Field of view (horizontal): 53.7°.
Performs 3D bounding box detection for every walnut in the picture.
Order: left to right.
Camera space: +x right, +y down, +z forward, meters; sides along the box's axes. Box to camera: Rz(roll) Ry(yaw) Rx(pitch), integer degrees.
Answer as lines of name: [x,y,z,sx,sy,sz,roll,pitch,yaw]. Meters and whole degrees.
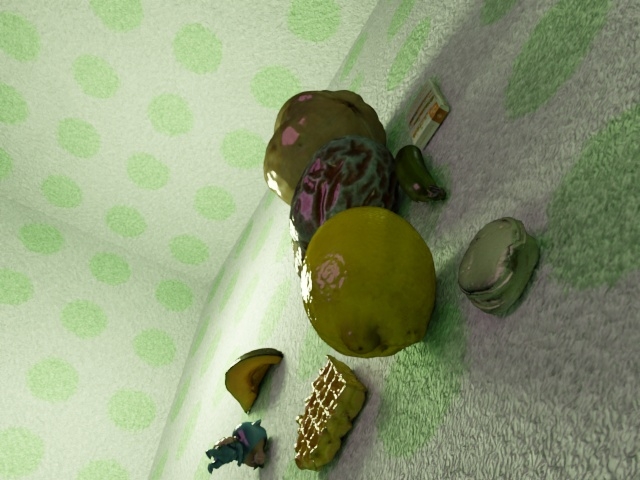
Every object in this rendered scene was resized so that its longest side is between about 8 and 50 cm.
walnut: [0.008,-0.266,1.853,0.381,0.381,0.381,-58,15,26]

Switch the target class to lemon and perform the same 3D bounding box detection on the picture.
lemon: [0.084,0.077,1.123,0.245,0.245,0.320,-54,17,37]

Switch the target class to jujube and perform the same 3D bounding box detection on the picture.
jujube: [0.056,-0.091,1.507,0.215,0.246,0.308,125,159,-78]

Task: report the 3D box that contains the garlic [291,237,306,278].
garlic: [0.000,0.000,1.758,0.245,0.160,0.245,174,90,-76]

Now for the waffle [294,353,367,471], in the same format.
waffle: [0.004,0.364,1.308,0.219,0.057,0.229,-65,13,0]

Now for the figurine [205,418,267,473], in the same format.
figurine: [-0.204,0.549,1.627,0.144,0.178,0.114,40,130,36]

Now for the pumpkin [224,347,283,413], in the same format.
pumpkin: [-0.232,0.397,1.957,0.254,0.149,0.130,-59,23,25]

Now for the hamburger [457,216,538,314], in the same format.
hamburger: [0.258,0.036,0.929,0.140,0.062,0.133,-62,15,2]

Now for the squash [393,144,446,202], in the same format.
squash: [0.206,-0.154,1.404,0.080,0.071,0.318,-20,25,7]

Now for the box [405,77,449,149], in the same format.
box: [0.265,-0.323,1.590,0.122,0.032,0.220,-57,15,27]
